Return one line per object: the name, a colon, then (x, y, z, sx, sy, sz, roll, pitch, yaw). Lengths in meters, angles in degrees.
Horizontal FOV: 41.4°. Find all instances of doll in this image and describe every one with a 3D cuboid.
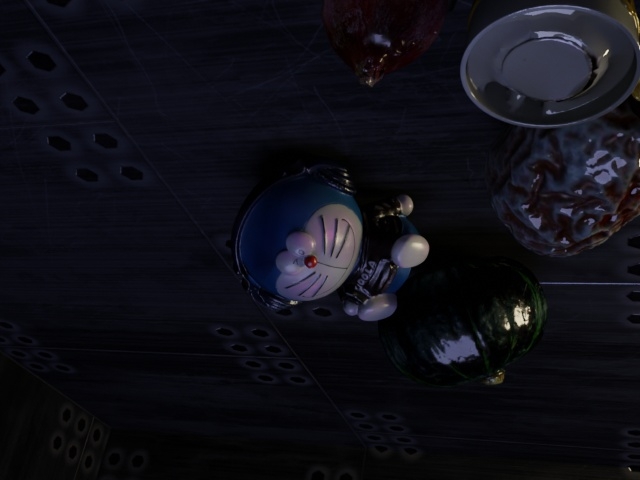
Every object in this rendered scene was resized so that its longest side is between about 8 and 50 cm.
doll: (0.000, 0.000, 1.473, 0.310, 0.240, 0.284, 10, 112, -25)

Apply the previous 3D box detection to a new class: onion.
onion: (0.070, -0.265, 1.018, 0.159, 0.195, 0.159, 15, 158, 6)

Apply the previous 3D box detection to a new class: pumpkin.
pumpkin: (0.273, 0.161, 1.588, 0.315, 0.238, 0.315, -19, 167, -5)

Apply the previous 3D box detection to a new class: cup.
cup: (0.278, -0.249, 0.944, 0.241, 0.226, 0.185, 21, 148, -19)

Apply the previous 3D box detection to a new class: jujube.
jujube: (0.355, -0.111, 1.156, 0.226, 0.226, 0.317, 17, 152, -10)

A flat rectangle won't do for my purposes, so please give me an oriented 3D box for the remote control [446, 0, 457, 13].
remote control: (0.165, -0.322, 1.066, 0.034, 0.016, 0.091, 17, 150, 0)
